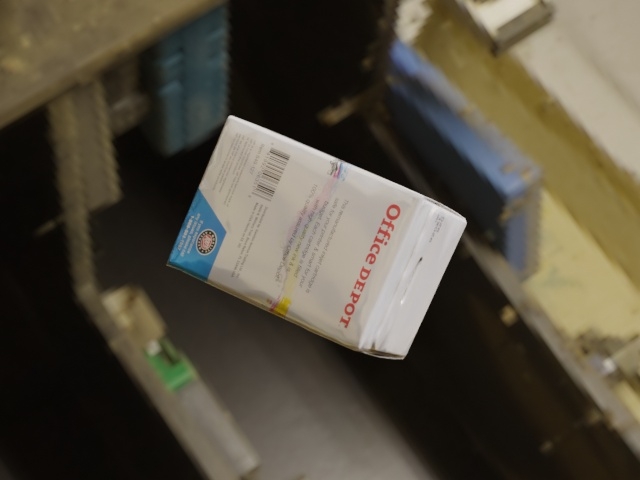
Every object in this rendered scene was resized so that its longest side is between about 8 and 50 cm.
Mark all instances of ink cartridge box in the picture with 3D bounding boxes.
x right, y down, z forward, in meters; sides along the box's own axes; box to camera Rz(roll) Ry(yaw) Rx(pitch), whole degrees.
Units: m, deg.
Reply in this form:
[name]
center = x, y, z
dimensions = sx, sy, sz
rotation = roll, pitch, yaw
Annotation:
[ink cartridge box]
center = 0.000, 0.000, 1.885
dimensions = 0.232, 0.171, 0.168
rotation = 25, 3, 21
